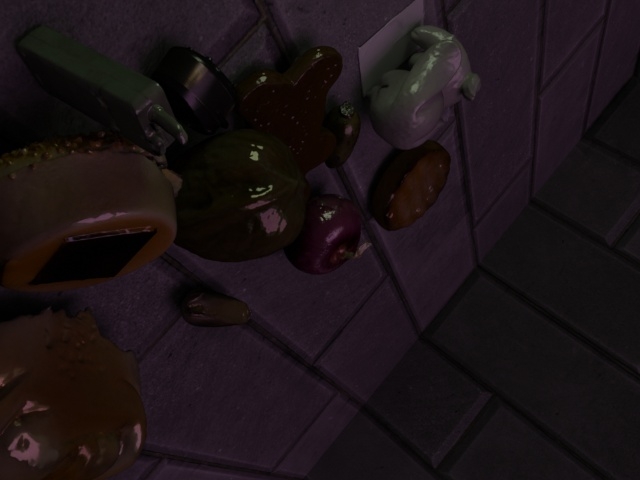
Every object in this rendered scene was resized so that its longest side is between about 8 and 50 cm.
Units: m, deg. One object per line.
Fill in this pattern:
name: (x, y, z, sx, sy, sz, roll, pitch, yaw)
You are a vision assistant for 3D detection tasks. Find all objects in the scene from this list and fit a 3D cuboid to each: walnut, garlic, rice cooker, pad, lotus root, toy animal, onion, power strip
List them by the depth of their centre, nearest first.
power strip: (-0.264, -0.181, 0.795, 0.053, 0.287, 0.093, -50, 155, -23)
rice cooker: (-0.202, -0.240, 1.021, 0.107, 0.112, 0.165, -59, 160, 0)
walnut: (-0.161, -0.073, 1.115, 0.282, 0.282, 0.228, -24, 101, -43)
garlic: (-0.253, 0.153, 1.424, 0.195, 0.101, 0.087, 22, 72, -56)
lotus root: (0.045, -0.240, 1.441, 0.080, 0.089, 0.179, -5, 141, -18)
pad: (0.170, -0.453, 1.476, 0.232, 0.004, 0.156, -44, 152, -18)
toy animal: (0.230, -0.337, 1.484, 0.265, 0.206, 0.272, -43, 157, -28)
onion: (-0.007, -0.011, 1.557, 0.200, 0.201, 0.207, -33, 179, -33)

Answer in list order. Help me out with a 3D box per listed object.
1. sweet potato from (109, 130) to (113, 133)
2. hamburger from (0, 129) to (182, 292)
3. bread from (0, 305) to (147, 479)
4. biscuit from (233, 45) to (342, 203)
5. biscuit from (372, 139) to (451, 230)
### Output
sweet potato: (-0.321, -0.081, 1.074, 0.074, 0.074, 0.270, -29, 135, -39)
hamburger: (-0.347, -0.044, 0.893, 0.301, 0.171, 0.302, -21, 165, -6)
bread: (-0.468, 0.287, 1.083, 0.329, 0.245, 0.424, -52, 149, -2)
biscuit: (-0.088, -0.189, 1.316, 0.282, 0.064, 0.432, -29, 148, -26)
biscuit: (0.262, -0.164, 1.865, 0.296, 0.102, 0.297, -34, 147, -26)
